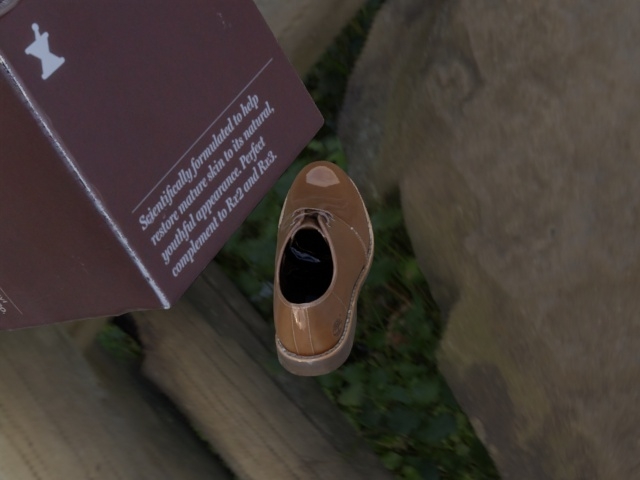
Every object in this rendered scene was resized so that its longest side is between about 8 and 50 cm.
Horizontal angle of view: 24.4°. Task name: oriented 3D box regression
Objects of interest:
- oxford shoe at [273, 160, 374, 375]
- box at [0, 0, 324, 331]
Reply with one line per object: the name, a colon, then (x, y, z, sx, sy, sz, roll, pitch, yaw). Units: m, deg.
oxford shoe: (0.000, 0.000, 1.114, 0.076, 0.076, 0.212, -5, 40, 6)
box: (-0.147, -0.066, 0.790, 0.203, 0.167, 0.168, -9, 32, 41)
